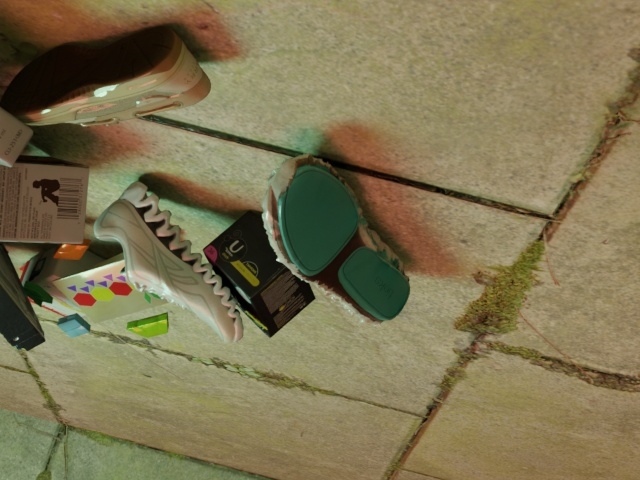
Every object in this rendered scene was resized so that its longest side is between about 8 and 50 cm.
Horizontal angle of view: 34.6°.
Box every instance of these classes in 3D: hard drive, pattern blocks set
[{"bbox_3d":[-0.588,0.033,1.777,0.064,0.236,0.339,-27,153,-10],"label":"hard drive"},{"bbox_3d":[-0.363,0.083,1.834,0.325,0.026,0.285,-11,137,15],"label":"pattern blocks set"}]

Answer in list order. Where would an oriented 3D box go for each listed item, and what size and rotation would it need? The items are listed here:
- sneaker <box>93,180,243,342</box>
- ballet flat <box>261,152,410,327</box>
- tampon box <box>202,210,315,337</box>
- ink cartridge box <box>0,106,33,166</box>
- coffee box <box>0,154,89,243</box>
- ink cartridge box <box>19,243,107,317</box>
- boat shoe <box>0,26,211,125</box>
[{"bbox_3d":[-0.231,0.052,1.584,0.292,0.118,0.110,51,167,0],"label":"sneaker"},{"bbox_3d":[0.000,0.000,1.492,0.147,0.147,0.409,1,150,28],"label":"ballet flat"},{"bbox_3d":[-0.095,0.056,1.622,0.120,0.101,0.161,42,166,27],"label":"tampon box"},{"bbox_3d":[-0.520,-0.194,1.300,0.239,0.060,0.275,37,167,-37],"label":"ink cartridge box"},{"bbox_3d":[-0.501,-0.066,1.453,0.297,0.118,0.168,2,-173,-33],"label":"coffee box"},{"bbox_3d":[-0.490,0.084,1.971,0.134,0.078,0.231,29,150,-28],"label":"ink cartridge box"},{"bbox_3d":[-0.276,-0.185,1.288,0.302,0.109,0.098,-8,145,30],"label":"boat shoe"}]
